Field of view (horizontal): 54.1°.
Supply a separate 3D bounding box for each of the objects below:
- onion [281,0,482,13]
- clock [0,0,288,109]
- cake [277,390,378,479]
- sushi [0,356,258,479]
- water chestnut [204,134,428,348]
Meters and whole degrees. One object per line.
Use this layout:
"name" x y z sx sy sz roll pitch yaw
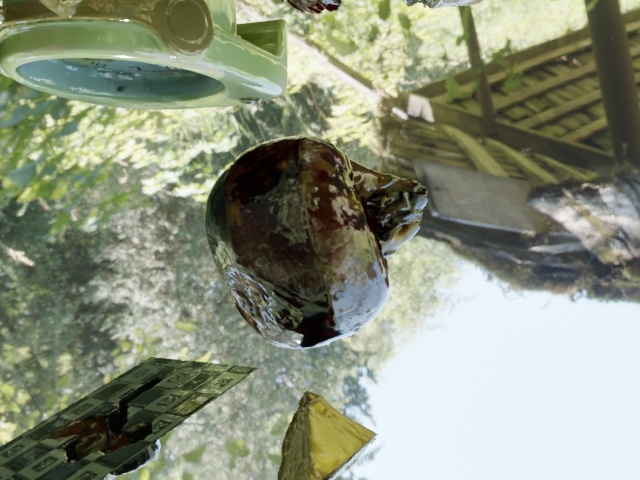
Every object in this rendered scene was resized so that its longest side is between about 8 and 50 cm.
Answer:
"onion" 0.079 -0.255 0.409 0.272 0.195 0.272 -6 -156 3
"clock" -0.182 -0.190 0.576 0.235 0.096 0.308 3 -177 21
"cake" 0.011 0.247 0.685 0.079 0.116 0.185 -55 -166 6
"sushi" -0.320 0.309 1.015 0.343 0.064 0.359 -7 -163 44
"water chestnut" 0.000 0.000 0.655 0.238 0.223 0.223 -17 -162 6
